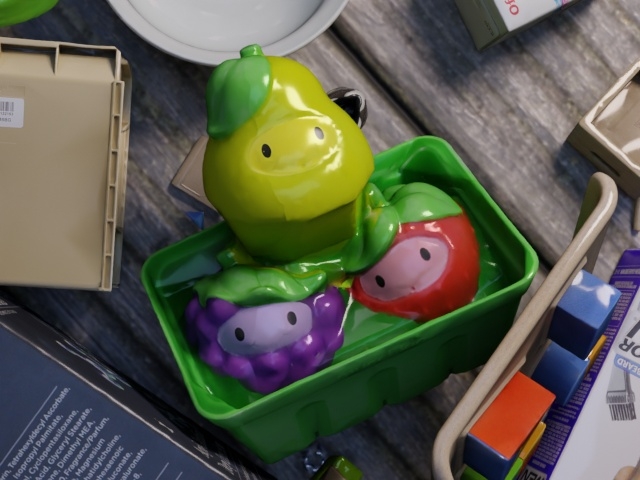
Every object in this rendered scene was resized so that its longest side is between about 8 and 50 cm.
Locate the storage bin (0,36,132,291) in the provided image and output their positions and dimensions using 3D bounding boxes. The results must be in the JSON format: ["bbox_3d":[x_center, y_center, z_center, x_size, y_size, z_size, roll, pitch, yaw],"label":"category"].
[{"bbox_3d":[-0.341,-0.080,1.216,0.262,0.123,0.260,4,93,-6],"label":"storage bin"}]

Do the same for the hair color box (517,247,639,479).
[{"bbox_3d":[0.376,0.198,1.317,0.185,0.110,0.339,27,86,-6],"label":"hair color box"}]

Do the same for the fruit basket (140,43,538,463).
[{"bbox_3d":[0.000,0.000,1.157,0.392,0.392,0.283,-24,47,-8],"label":"fruit basket"}]

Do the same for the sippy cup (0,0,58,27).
[{"bbox_3d":[-0.378,-0.373,1.197,0.224,0.240,0.306,-29,108,-19],"label":"sippy cup"}]

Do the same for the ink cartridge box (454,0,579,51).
[{"bbox_3d":[0.243,-0.318,1.309,0.176,0.127,0.128,-26,92,-8],"label":"ink cartridge box"}]

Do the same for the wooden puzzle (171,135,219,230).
[{"bbox_3d":[-0.123,-0.075,1.311,0.078,0.014,0.116,38,83,0],"label":"wooden puzzle"}]

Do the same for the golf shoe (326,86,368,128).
[{"bbox_3d":[-0.018,-0.094,1.286,0.077,0.094,0.198,34,85,-6],"label":"golf shoe"}]

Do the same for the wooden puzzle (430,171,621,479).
[{"bbox_3d":[0.218,0.144,1.165,0.080,0.322,0.348,28,71,17],"label":"wooden puzzle"}]

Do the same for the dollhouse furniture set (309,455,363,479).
[{"bbox_3d":[0.078,0.405,1.246,0.301,0.151,0.197,41,83,-4],"label":"dollhouse furniture set"}]

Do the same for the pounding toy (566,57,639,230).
[{"bbox_3d":[0.374,-0.110,1.344,0.141,0.100,0.130,43,83,7],"label":"pounding toy"}]

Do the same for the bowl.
[{"bbox_3d":[-0.106,-0.324,1.263,0.297,0.134,0.298,0,87,-8],"label":"bowl"}]

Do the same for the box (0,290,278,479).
[{"bbox_3d":[-0.241,0.241,1.142,0.395,0.293,0.212,35,83,-5],"label":"box"}]
